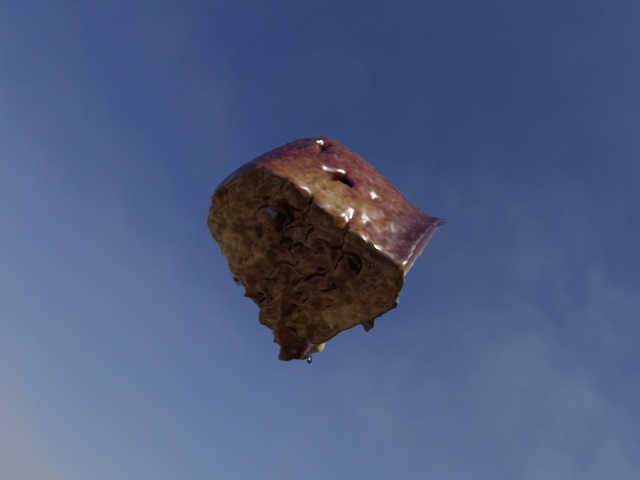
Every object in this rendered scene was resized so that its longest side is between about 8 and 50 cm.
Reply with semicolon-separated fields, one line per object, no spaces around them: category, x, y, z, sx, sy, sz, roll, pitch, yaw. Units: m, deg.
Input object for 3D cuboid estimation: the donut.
donut;0.006;-0.006;0.450;0.126;0.186;0.144;44;-59;-1
